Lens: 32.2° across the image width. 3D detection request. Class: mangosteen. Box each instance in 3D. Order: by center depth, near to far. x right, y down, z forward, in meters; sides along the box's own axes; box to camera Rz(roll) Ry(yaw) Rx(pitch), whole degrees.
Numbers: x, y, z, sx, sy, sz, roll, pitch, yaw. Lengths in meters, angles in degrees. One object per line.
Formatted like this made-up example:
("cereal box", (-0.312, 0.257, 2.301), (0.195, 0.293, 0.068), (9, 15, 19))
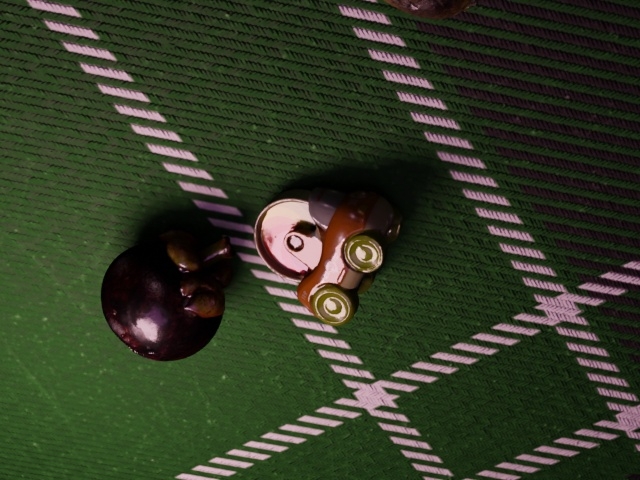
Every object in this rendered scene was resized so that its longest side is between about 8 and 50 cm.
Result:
("mangosteen", (-0.237, 0.077, 1.822), (0.211, 0.211, 0.250), (40, 105, -22))

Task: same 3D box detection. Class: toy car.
("toy car", (0.000, 0.000, 1.805), (0.235, 0.145, 0.235), (7, 117, 15))

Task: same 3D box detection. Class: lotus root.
("lotus root", (0.141, -0.365, 1.575), (0.179, 0.081, 0.089), (13, 122, -7))
